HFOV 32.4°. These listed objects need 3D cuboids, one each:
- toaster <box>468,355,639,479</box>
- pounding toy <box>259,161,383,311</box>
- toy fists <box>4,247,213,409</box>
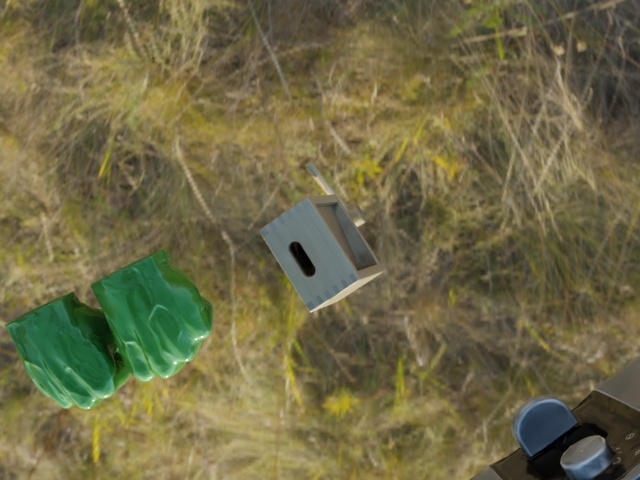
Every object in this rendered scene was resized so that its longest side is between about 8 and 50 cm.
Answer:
[{"bbox_3d":[0.157,0.108,0.357,0.168,0.110,0.185,-36,98,-1],"label":"toaster"},{"bbox_3d":[-0.003,-0.008,1.502,0.094,0.206,0.181,-34,83,17],"label":"pounding toy"},{"bbox_3d":[-0.253,0.116,1.352,0.279,0.096,0.142,-23,96,25],"label":"toy fists"}]
